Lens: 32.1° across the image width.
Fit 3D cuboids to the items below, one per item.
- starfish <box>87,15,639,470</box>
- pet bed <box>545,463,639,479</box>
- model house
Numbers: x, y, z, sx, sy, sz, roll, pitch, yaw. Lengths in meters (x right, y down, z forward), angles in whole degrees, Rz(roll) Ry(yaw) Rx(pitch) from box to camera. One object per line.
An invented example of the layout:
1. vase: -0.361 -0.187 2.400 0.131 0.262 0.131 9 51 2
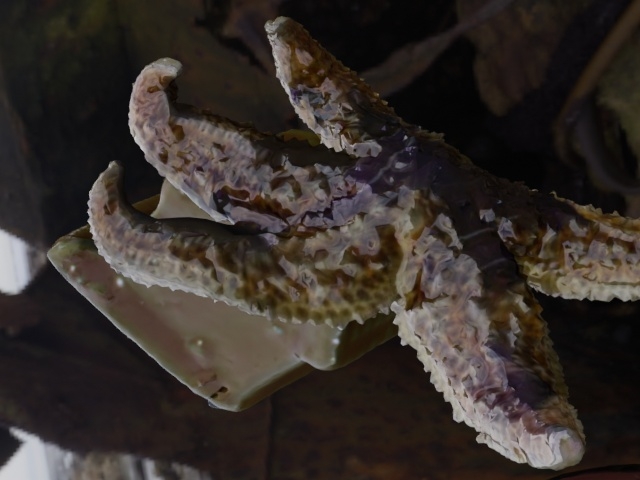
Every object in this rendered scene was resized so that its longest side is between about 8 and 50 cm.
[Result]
1. starfish: 0.035 -0.002 0.409 0.071 0.238 0.216 92 180 -48
2. pet bed: 0.140 0.186 0.444 0.053 0.201 0.201 -154 55 -84
3. model house: 0.004 -0.008 0.756 0.239 0.268 0.173 -33 87 44
